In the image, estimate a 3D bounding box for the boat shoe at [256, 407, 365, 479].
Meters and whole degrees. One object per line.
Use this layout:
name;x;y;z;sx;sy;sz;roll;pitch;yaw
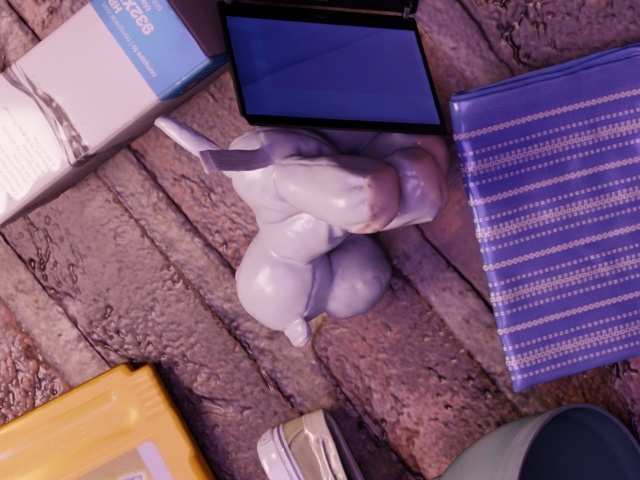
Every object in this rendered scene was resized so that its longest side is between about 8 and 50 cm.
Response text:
boat shoe;0.038;0.336;1.851;0.094;0.109;0.302;-31;92;14

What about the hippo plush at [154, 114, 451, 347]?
hippo plush;0.000;0.000;1.702;0.294;0.234;0.236;-10;119;-28

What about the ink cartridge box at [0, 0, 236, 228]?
ink cartridge box;-0.238;-0.164;1.728;0.307;0.223;0.129;-35;93;17

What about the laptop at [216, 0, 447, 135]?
laptop;0.026;-0.258;1.645;0.234;0.136;0.264;1;113;-25

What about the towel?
towel;0.285;-0.026;1.713;0.243;0.040;0.336;-15;100;-6

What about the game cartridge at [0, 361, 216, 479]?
game cartridge;-0.257;0.337;1.898;0.285;0.052;0.323;-28;94;1

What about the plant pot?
plant pot;0.217;0.332;1.744;0.196;0.293;0.293;-14;101;41
